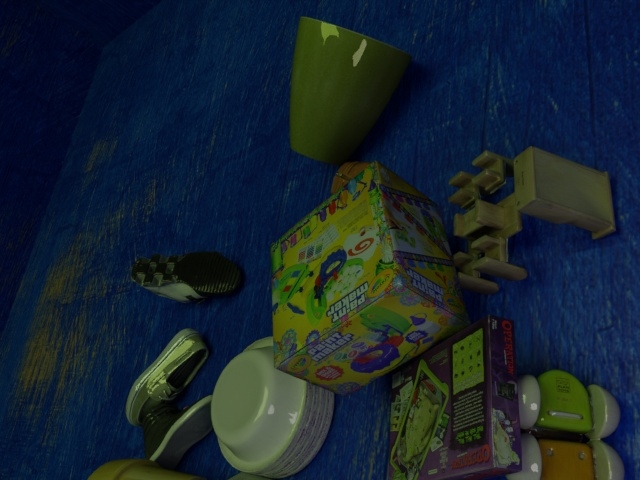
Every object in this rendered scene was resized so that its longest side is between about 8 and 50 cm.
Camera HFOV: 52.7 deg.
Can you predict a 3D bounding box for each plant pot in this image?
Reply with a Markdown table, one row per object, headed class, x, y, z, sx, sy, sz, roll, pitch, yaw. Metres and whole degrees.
| class | x | y | z | sx | sy | sz | roll | pitch | yaw |
| --- | --- | --- | --- | --- | --- | --- | --- | --- | --- |
| plant pot | -0.362 | 0.605 | 1.413 | 0.239 | 0.254 | 0.254 | -13 | 57 | 25 |
| plant pot | 0.036 | -0.337 | 1.526 | 0.275 | 0.275 | 0.293 | 39 | 113 | 52 |

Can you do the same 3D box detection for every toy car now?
| class | x | y | z | sx | sy | sz | roll | pitch | yaw |
| --- | --- | --- | --- | --- | --- | --- | --- | --- | --- |
| toy car | 0.325 | 0.278 | 0.912 | 0.136 | 0.159 | 0.182 | 109 | 168 | -67 |

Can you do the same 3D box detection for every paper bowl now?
| class | x | y | z | sx | sy | sz | roll | pitch | yaw |
| --- | --- | --- | --- | --- | --- | --- | --- | --- | --- |
| paper bowl | -0.118 | 0.341 | 1.354 | 0.284 | 0.148 | 0.284 | -27 | 48 | 35 |

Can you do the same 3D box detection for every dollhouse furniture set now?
| class | x | y | z | sx | sy | sz | roll | pitch | yaw |
| --- | --- | --- | --- | --- | --- | --- | --- | --- | --- |
| dollhouse furniture set | 0.345 | -0.038 | 1.100 | 0.242 | 0.161 | 0.212 | 137 | 144 | -57 |

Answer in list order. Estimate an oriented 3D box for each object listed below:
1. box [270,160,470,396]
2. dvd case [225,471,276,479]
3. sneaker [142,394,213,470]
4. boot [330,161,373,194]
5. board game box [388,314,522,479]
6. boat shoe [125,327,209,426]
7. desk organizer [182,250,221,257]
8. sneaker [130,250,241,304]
| class | x | y | z | sx | sy | sz | roll | pitch | yaw |
| --- | --- | --- | --- | --- | --- | --- | --- | --- | --- |
| box | 0.069 | 0.072 | 1.139 | 0.290 | 0.177 | 0.279 | -37 | 39 | 31 |
| dvd case | -0.147 | 0.519 | 1.266 | 0.253 | 0.180 | 0.022 | -8 | 95 | 46 |
| sneaker | -0.355 | 0.439 | 1.593 | 0.295 | 0.105 | 0.147 | -50 | 44 | 22 |
| boot | 0.066 | -0.093 | 1.471 | 0.152 | 0.073 | 0.197 | 23 | 75 | 52 |
| board game box | 0.193 | 0.267 | 0.999 | 0.347 | 0.056 | 0.208 | 126 | 157 | -60 |
| boat shoe | -0.406 | 0.371 | 1.696 | 0.302 | 0.109 | 0.094 | -56 | 40 | 3 |
| desk organizer | -0.347 | 0.059 | 1.861 | 0.130 | 0.050 | 0.047 | -14 | 58 | 44 |
| sneaker | -0.347 | 0.111 | 1.790 | 0.331 | 0.146 | 0.122 | 4 | 59 | 24 |
